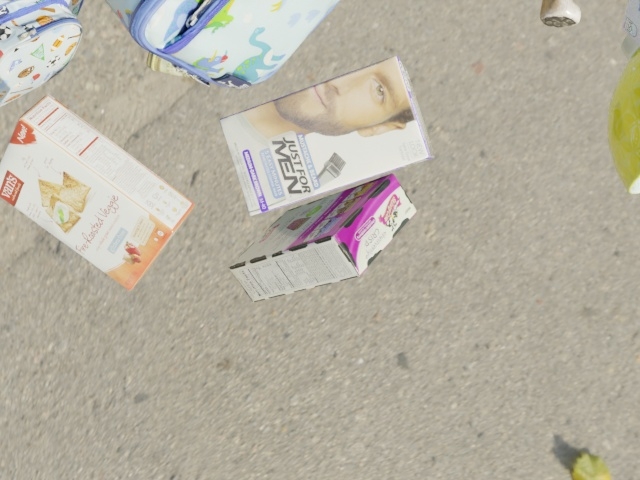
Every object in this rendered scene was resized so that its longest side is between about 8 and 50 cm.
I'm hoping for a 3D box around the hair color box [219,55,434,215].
[{"bbox_3d":[0.011,-0.181,1.549,0.339,0.110,0.185,-18,91,14],"label":"hair color box"}]

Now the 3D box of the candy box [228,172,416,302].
[{"bbox_3d":[0.000,0.000,1.230,0.159,0.233,0.071,-46,110,-39],"label":"candy box"}]

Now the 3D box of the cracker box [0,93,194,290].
[{"bbox_3d":[-0.299,-0.057,1.134,0.232,0.156,0.067,37,45,-6],"label":"cracker box"}]

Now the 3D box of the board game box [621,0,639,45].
[{"bbox_3d":[0.222,-0.136,0.518,0.020,0.090,0.090,-25,57,-10],"label":"board game box"}]

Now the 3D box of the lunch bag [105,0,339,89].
[{"bbox_3d":[-0.039,-0.209,0.590,0.219,0.176,0.090,-43,71,12],"label":"lunch bag"}]

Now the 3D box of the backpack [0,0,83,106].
[{"bbox_3d":[-0.491,-0.351,1.361,0.213,0.276,0.263,47,55,-10],"label":"backpack"}]

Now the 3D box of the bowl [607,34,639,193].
[{"bbox_3d":[0.440,-0.197,1.004,0.289,0.289,0.156,-21,72,-28],"label":"bowl"}]

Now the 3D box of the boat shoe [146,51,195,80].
[{"bbox_3d":[-0.187,-0.381,1.275,0.089,0.104,0.285,10,86,4],"label":"boat shoe"}]

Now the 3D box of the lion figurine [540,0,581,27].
[{"bbox_3d":[0.330,-0.276,0.775,0.392,0.142,0.240,7,90,-51],"label":"lion figurine"}]
